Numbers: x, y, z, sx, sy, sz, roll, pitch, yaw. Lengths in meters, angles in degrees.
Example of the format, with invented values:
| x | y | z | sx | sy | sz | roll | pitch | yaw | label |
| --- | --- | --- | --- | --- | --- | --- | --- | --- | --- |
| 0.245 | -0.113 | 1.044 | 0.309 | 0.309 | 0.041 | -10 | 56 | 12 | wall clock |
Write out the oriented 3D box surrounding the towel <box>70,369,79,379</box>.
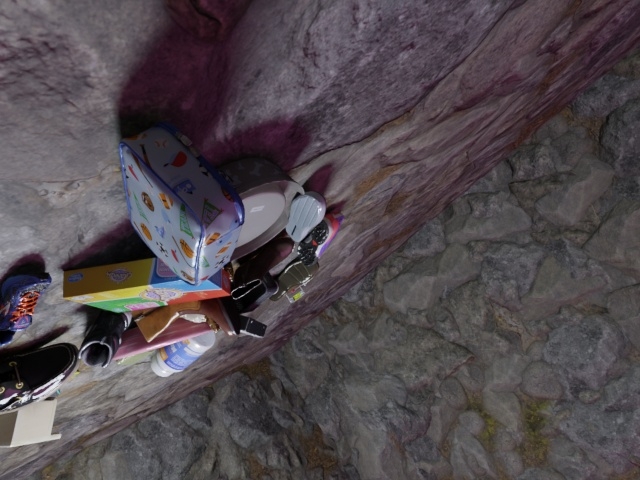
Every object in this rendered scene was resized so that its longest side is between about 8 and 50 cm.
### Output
| x | y | z | sx | sy | sz | roll | pitch | yaw | label |
| --- | --- | --- | --- | --- | --- | --- | --- | --- | --- |
| -0.947 | 0.507 | 1.437 | 0.237 | 0.021 | 0.102 | -36 | 159 | 8 | towel |

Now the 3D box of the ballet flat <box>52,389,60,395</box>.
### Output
| x | y | z | sx | sy | sz | roll | pitch | yaw | label |
| --- | --- | --- | --- | --- | --- | --- | --- | --- | --- |
| -0.864 | 0.441 | 1.309 | 0.074 | 0.074 | 0.203 | -23 | 152 | -35 | ballet flat |

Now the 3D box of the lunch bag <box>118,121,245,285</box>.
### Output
| x | y | z | sx | sy | sz | roll | pitch | yaw | label |
| --- | --- | --- | --- | --- | --- | --- | --- | --- | --- |
| -0.261 | -0.061 | 0.775 | 0.115 | 0.243 | 0.303 | -39 | 171 | -34 | lunch bag |

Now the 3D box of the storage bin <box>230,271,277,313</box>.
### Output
| x | y | z | sx | sy | sz | roll | pitch | yaw | label |
| --- | --- | --- | --- | --- | --- | --- | --- | --- | --- |
| -0.276 | 0.198 | 1.685 | 0.180 | 0.122 | 0.084 | -40 | 163 | 20 | storage bin |

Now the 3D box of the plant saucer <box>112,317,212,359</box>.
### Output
| x | y | z | sx | sy | sz | roll | pitch | yaw | label |
| --- | --- | --- | --- | --- | --- | --- | --- | --- | --- |
| -0.543 | 0.321 | 1.450 | 0.332 | 0.084 | 0.332 | -17 | 171 | -3 | plant saucer |

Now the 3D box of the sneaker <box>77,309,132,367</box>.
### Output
| x | y | z | sx | sy | sz | roll | pitch | yaw | label |
| --- | --- | --- | --- | --- | --- | --- | --- | --- | --- |
| -0.634 | 0.304 | 1.203 | 0.269 | 0.101 | 0.153 | -50 | -159 | 32 | sneaker |

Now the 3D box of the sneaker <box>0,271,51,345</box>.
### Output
| x | y | z | sx | sy | sz | roll | pitch | yaw | label |
| --- | --- | --- | --- | --- | --- | --- | --- | --- | --- |
| -0.629 | 0.142 | 0.884 | 0.221 | 0.087 | 0.083 | -41 | 164 | 21 | sneaker |

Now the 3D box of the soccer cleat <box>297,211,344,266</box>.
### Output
| x | y | z | sx | sy | sz | roll | pitch | yaw | label |
| --- | --- | --- | --- | --- | --- | --- | --- | --- | --- |
| 0.000 | 0.000 | 1.707 | 0.116 | 0.109 | 0.318 | -28 | 161 | -35 | soccer cleat |

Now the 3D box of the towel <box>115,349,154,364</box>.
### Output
| x | y | z | sx | sy | sz | roll | pitch | yaw | label |
| --- | --- | --- | --- | --- | --- | --- | --- | --- | --- |
| -0.741 | 0.461 | 1.693 | 0.110 | 0.027 | 0.148 | -33 | 165 | -3 | towel |

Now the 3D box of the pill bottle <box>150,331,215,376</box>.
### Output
| x | y | z | sx | sy | sz | roll | pitch | yaw | label |
| --- | --- | --- | --- | --- | --- | --- | --- | --- | --- |
| -0.579 | 0.448 | 1.753 | 0.272 | 0.152 | 0.152 | -40 | 163 | 18 | pill bottle |

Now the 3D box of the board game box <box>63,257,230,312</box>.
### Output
| x | y | z | sx | sy | sz | roll | pitch | yaw | label |
| --- | --- | --- | --- | --- | --- | --- | --- | --- | --- |
| -0.409 | 0.108 | 1.044 | 0.316 | 0.064 | 0.242 | -9 | 163 | 1 | board game box |

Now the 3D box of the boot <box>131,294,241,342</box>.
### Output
| x | y | z | sx | sy | sz | roll | pitch | yaw | label |
| --- | --- | --- | --- | --- | --- | --- | --- | --- | --- |
| -0.398 | 0.218 | 1.215 | 0.280 | 0.264 | 0.096 | -33 | -173 | 8 | boot |

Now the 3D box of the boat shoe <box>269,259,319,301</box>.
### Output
| x | y | z | sx | sy | sz | roll | pitch | yaw | label |
| --- | --- | --- | --- | --- | --- | --- | --- | --- | --- |
| -0.124 | 0.165 | 1.954 | 0.307 | 0.111 | 0.104 | -34 | -178 | 23 | boat shoe |

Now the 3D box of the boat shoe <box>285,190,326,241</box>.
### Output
| x | y | z | sx | sy | sz | roll | pitch | yaw | label |
| --- | --- | --- | --- | --- | --- | --- | --- | --- | --- |
| -0.041 | -0.093 | 1.394 | 0.094 | 0.109 | 0.302 | -44 | 179 | -27 | boat shoe |

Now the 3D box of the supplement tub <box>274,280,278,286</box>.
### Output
| x | y | z | sx | sy | sz | roll | pitch | yaw | label |
| --- | --- | --- | --- | --- | --- | --- | --- | --- | --- |
| -0.244 | 0.214 | 1.889 | 0.071 | 0.071 | 0.107 | -41 | 164 | 21 | supplement tub |

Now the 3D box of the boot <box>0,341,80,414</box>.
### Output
| x | y | z | sx | sy | sz | roll | pitch | yaw | label |
| --- | --- | --- | --- | --- | --- | --- | --- | --- | --- |
| -0.812 | 0.339 | 1.016 | 0.377 | 0.138 | 0.284 | -20 | 160 | -22 | boot |

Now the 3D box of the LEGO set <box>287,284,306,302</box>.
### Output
| x | y | z | sx | sy | sz | roll | pitch | yaw | label |
| --- | --- | --- | --- | --- | --- | --- | --- | --- | --- |
| -0.114 | 0.216 | 2.089 | 0.287 | 0.107 | 0.132 | -41 | 163 | 23 | LEGO set |

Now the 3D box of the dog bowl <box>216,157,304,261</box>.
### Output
| x | y | z | sx | sy | sz | roll | pitch | yaw | label |
| --- | --- | --- | --- | --- | --- | --- | --- | --- | --- |
| -0.212 | -0.071 | 1.075 | 0.348 | 0.102 | 0.349 | -32 | 164 | -10 | dog bowl |

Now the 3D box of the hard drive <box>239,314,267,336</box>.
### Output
| x | y | z | sx | sy | sz | roll | pitch | yaw | label |
| --- | --- | --- | --- | --- | --- | --- | --- | --- | --- |
| -0.364 | 0.327 | 1.717 | 0.339 | 0.236 | 0.064 | 78 | 29 | -74 | hard drive |

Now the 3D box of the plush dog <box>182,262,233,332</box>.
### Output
| x | y | z | sx | sy | sz | roll | pitch | yaw | label |
| --- | --- | --- | --- | --- | --- | --- | --- | --- | --- |
| -0.366 | 0.174 | 1.372 | 0.262 | 0.211 | 0.225 | -37 | -173 | 8 | plush dog |

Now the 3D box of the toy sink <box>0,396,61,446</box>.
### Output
| x | y | z | sx | sy | sz | roll | pitch | yaw | label |
| --- | --- | --- | --- | --- | --- | --- | --- | --- | --- |
| -0.932 | 0.555 | 1.309 | 0.152 | 0.131 | 0.234 | -1 | 160 | 4 | toy sink |

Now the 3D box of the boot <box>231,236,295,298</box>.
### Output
| x | y | z | sx | sy | sz | roll | pitch | yaw | label |
| --- | --- | --- | --- | --- | --- | --- | --- | --- | --- |
| -0.193 | 0.096 | 1.458 | 0.248 | 0.090 | 0.207 | -30 | -159 | 8 | boot |
